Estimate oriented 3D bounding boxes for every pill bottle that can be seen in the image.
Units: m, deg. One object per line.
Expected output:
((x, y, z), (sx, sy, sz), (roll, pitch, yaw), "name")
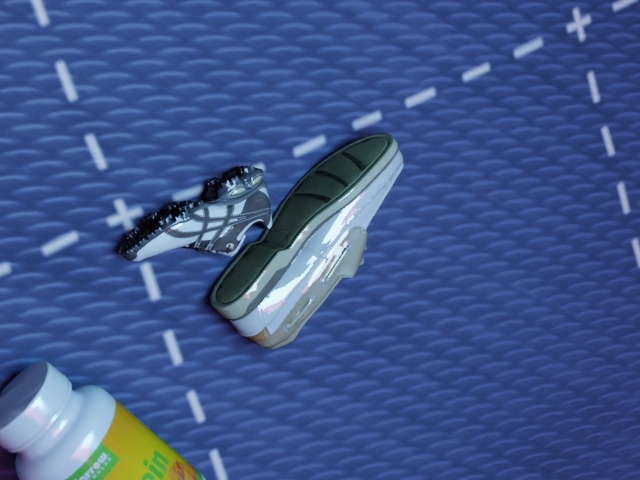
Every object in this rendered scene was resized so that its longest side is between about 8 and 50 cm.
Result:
((-0.253, 0.250, 1.478), (0.246, 0.136, 0.136), (46, 74, -24), "pill bottle")

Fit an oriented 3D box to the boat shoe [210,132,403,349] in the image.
((0.000, 0.000, 1.610), (0.302, 0.113, 0.103), (-46, 119, -8), "boat shoe")

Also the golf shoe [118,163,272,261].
((-0.138, -0.011, 1.547), (0.198, 0.077, 0.094), (-30, 109, -21), "golf shoe")
